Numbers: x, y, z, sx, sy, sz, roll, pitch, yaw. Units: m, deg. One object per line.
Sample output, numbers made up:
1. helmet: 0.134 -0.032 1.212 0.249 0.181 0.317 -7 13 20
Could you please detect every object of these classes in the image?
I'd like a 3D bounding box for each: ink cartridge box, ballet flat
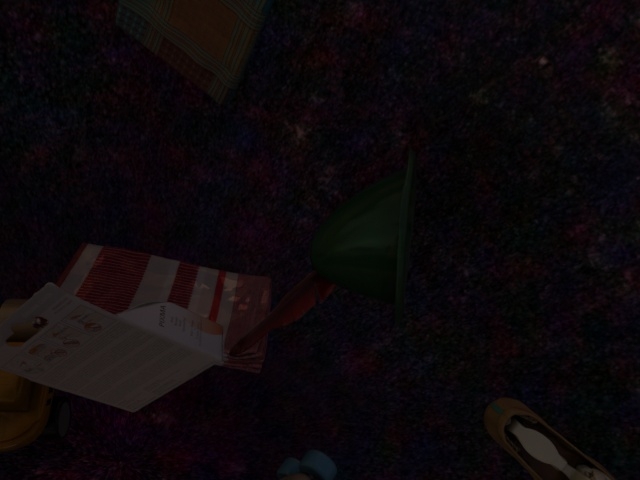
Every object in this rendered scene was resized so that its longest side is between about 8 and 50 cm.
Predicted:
1. ink cartridge box: -0.203 0.094 0.554 0.179 0.145 0.045 36 33 -35
2. ballet flat: 0.306 0.293 0.752 0.232 0.073 0.080 38 85 6

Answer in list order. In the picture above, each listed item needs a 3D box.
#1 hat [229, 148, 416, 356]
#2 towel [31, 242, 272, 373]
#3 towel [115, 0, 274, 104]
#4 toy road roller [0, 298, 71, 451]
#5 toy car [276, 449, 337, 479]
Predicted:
1. hat: 0.000 0.000 0.619 0.183 0.173 0.209 5 55 11
2. towel: -0.240 0.091 0.932 0.328 0.037 0.237 12 26 -8
3. towel: -0.211 -0.418 0.985 0.271 0.370 0.040 37 53 -2
4. toy road roller: -0.618 0.254 1.211 0.202 0.241 0.330 2 63 -5
5. toy car: -0.019 0.581 1.165 0.238 0.210 0.219 45 51 -2
